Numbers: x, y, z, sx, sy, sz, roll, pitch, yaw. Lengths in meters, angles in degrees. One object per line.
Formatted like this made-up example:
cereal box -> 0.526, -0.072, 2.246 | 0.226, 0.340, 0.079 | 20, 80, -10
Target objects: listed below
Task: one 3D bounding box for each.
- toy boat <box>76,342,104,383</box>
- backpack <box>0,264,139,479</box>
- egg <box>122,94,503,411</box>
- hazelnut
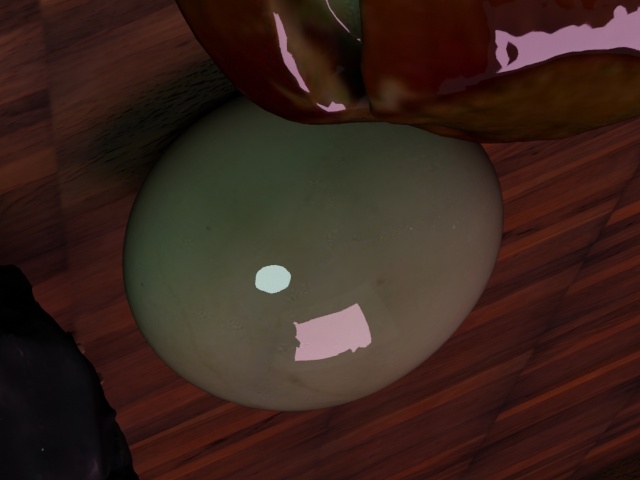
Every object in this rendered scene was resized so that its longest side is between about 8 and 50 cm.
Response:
toy boat -> -0.236, 0.141, 1.369 | 0.206, 0.064, 0.072 | -35, 175, 24
backpack -> -0.315, 0.151, 0.986 | 0.363, 0.255, 0.445 | -32, 175, 17
egg -> 0.000, 0.000, 1.107 | 0.241, 0.186, 0.186 | -17, 160, -38
hazelnut -> 0.064, -0.142, 0.772 | 0.251, 0.217, 0.217 | 2, 171, 20
